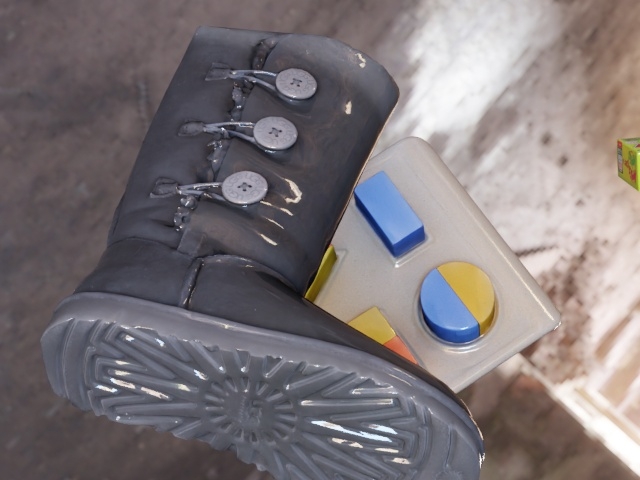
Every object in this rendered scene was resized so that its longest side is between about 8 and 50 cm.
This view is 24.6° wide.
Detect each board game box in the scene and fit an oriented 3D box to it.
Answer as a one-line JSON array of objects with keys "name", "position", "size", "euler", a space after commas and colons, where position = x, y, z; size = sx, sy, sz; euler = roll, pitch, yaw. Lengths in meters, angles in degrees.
[{"name": "board game box", "position": [0.411, -0.087, 1.540], "size": [0.092, 0.181, 0.043], "euler": [-100, -176, -77]}]

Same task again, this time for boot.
[{"name": "boot", "position": [-0.002, -0.001, 1.305], "size": [0.445, 0.367, 0.146], "euler": [-70, -179, -51]}]

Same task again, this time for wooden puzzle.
[{"name": "wooden puzzle", "position": [0.073, 0.057, 1.811], "size": [0.348, 0.322, 0.080], "euler": [-31, 157, -11]}]
